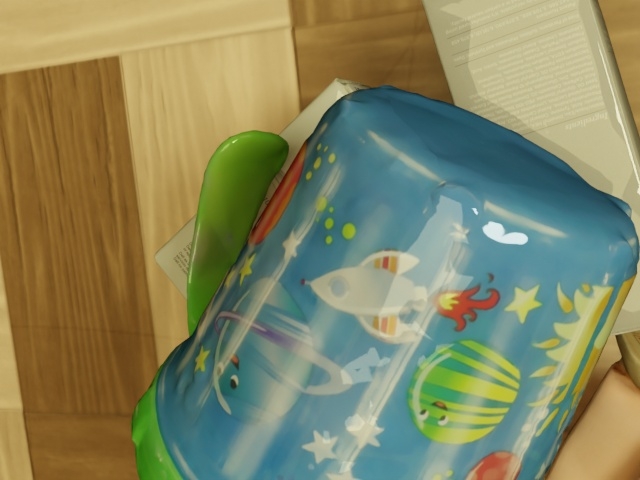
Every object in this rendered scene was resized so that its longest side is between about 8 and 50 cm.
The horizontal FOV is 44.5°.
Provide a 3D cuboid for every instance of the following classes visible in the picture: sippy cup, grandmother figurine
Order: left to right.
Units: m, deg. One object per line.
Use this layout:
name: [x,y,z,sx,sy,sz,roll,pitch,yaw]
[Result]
sippy cup: [0.044,0.049,0.420,0.305,0.240,0.224,26,114,4]
grandmother figurine: [0.179,0.223,0.553,0.207,0.104,0.342,18,113,-2]

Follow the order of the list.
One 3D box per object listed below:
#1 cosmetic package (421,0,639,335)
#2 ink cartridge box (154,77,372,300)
cosmetic package: [0.158,-0.061,0.519,0.107,0.127,0.238,-13,93,23]
ink cartridge box: [0.000,0.000,0.606,0.208,0.087,0.153,-40,84,21]
